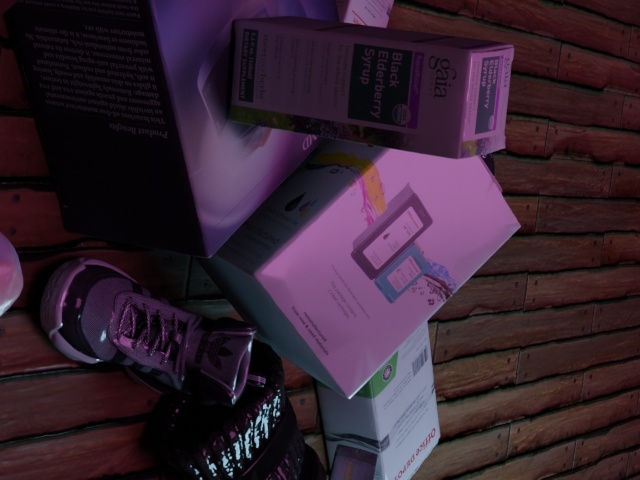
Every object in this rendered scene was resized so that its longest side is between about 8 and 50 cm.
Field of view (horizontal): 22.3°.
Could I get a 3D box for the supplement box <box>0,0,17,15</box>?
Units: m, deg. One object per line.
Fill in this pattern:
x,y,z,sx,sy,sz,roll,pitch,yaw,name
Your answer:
-0.323,-0.251,1.224,0.194,0.129,0.191,-52,140,-40,supplement box

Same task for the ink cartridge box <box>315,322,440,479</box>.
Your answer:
0.076,0.204,2.113,0.160,0.093,0.219,-44,135,-47,ink cartridge box

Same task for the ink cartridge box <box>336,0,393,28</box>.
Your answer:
0.037,-0.288,1.927,0.104,0.060,0.180,36,67,-59,ink cartridge box

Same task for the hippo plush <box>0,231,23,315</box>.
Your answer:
-0.353,-0.029,1.132,0.294,0.234,0.236,-66,149,-24,hippo plush

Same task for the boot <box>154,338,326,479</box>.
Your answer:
-0.106,0.306,1.775,0.260,0.131,0.348,70,29,-52,boot

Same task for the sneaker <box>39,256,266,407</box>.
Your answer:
-0.153,0.093,1.608,0.268,0.153,0.101,39,65,-58,sneaker

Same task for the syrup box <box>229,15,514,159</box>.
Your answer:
0.044,-0.138,1.430,0.096,0.237,0.093,-17,115,-57,syrup box

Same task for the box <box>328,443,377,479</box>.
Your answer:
0.014,0.392,1.986,0.183,0.056,0.231,-74,177,-70,box

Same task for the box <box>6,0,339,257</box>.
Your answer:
-0.124,-0.190,1.549,0.296,0.183,0.294,-49,140,-43,box

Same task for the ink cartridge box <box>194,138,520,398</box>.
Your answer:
0.028,-0.017,1.721,0.270,0.198,0.197,-44,123,-13,ink cartridge box

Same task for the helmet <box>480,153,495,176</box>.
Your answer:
0.130,-0.095,2.038,0.161,0.169,0.169,-45,138,-23,helmet
